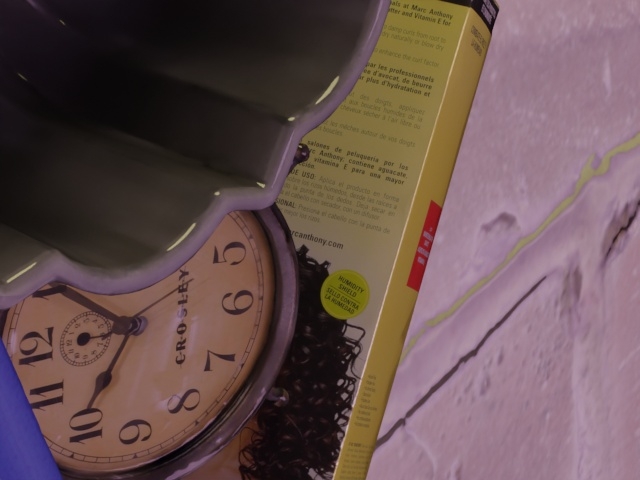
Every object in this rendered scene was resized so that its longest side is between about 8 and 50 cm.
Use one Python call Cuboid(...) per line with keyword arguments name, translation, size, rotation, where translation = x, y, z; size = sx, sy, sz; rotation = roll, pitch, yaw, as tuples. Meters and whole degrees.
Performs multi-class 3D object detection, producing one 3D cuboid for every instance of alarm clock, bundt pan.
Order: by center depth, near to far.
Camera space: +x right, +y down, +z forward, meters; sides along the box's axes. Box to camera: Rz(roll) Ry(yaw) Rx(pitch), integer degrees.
Cuboid(name="bundt pan", translation=(-0.095, -0.152, 0.570), size=(0.331, 0.124, 0.331), rotation=(-25, 121, -50))
Cuboid(name="alarm clock", translation=(-0.090, 0.026, 0.693), size=(0.192, 0.064, 0.129), rotation=(-12, 118, -38))

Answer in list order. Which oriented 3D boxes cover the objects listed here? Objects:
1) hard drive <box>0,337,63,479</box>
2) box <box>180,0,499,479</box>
Cuboid(name="hard drive", translation=(-0.148, 0.196, 0.659), size=(0.210, 0.040, 0.319), rotation=(-38, 133, -25))
Cuboid(name="box", translation=(0.000, 0.000, 0.799), size=(0.058, 0.087, 0.232), rotation=(29, 75, -73))
